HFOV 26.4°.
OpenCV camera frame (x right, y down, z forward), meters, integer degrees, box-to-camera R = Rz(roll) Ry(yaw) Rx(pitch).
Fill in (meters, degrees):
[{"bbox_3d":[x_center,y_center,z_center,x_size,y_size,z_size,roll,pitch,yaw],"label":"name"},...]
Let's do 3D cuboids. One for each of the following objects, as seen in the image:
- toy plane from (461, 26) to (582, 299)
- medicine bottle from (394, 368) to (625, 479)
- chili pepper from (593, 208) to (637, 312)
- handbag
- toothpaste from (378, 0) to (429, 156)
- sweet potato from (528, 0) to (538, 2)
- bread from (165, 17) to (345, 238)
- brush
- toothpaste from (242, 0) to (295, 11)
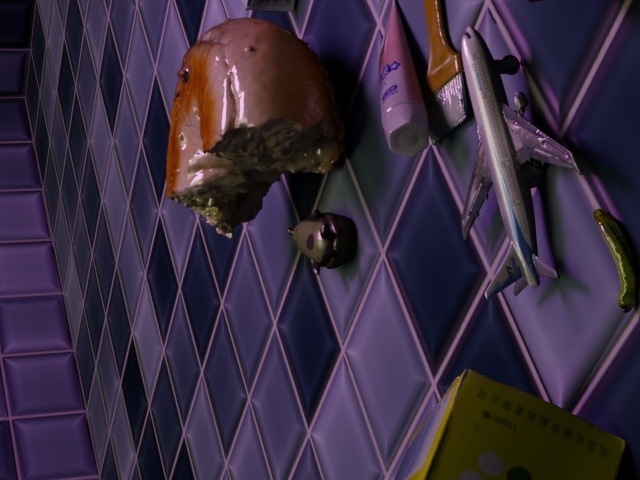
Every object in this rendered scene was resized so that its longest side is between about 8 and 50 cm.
[{"bbox_3d":[0.149,-0.064,1.096,0.226,0.058,0.226,142,126,-70],"label":"toy plane"},{"bbox_3d":[0.104,0.236,0.984,0.250,0.137,0.141,-62,0,-37],"label":"medicine bottle"},{"bbox_3d":[0.214,0.012,0.990,0.030,0.017,0.083,129,134,-63],"label":"chili pepper"},{"bbox_3d":[0.000,0.000,1.512,0.111,0.047,0.072,-162,72,-66],"label":"handbag"},{"bbox_3d":[0.073,-0.154,1.296,0.194,0.042,0.067,-96,15,-50],"label":"toothpaste"},{"bbox_3d":[0.155,-0.264,1.011,0.097,0.097,0.252,108,155,-43],"label":"sweet potato"},{"bbox_3d":[-0.082,-0.144,1.537,0.314,0.171,0.192,130,135,-60],"label":"bread"},{"bbox_3d":[0.106,-0.203,1.258,0.082,0.010,0.218,145,121,-67],"label":"brush"},{"bbox_3d":[-0.037,-0.419,1.528,0.081,0.067,0.337,-114,30,-44],"label":"toothpaste"}]
